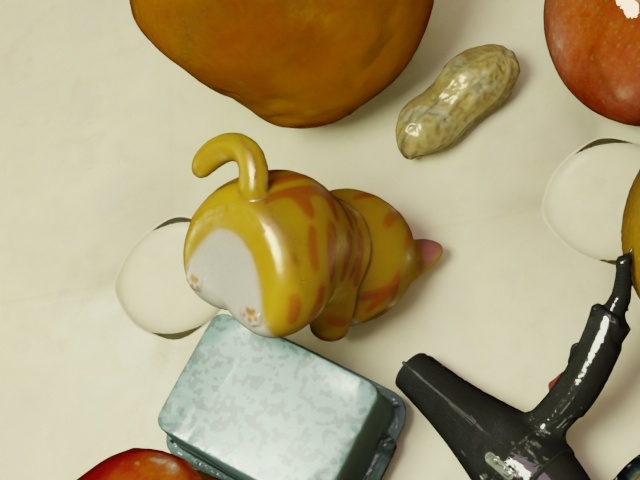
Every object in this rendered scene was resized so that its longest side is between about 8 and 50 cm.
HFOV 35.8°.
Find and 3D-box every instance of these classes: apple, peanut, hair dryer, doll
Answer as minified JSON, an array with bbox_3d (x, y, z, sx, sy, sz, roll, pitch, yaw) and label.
[{"bbox_3d":[0.363,-0.257,1.035,0.272,0.206,0.251,-43,66,-8],"label":"apple"},{"bbox_3d":[0.151,-0.159,1.115,0.174,0.080,0.080,-42,63,-7],"label":"peanut"},{"bbox_3d":[0.212,0.116,0.938,0.235,0.091,0.272,41,103,35],"label":"hair dryer"},{"bbox_3d":[-0.013,0.014,0.988,0.166,0.269,0.162,33,99,32],"label":"doll"}]

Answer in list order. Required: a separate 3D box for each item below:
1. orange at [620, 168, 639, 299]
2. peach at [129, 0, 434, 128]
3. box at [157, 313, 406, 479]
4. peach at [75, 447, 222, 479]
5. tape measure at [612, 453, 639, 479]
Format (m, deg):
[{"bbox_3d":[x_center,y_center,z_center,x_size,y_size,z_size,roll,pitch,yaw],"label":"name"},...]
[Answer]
[{"bbox_3d":[0.386,-0.004,0.907,0.236,0.236,0.236,-6,65,12],"label":"orange"},{"bbox_3d":[-0.034,-0.298,1.083,0.343,0.342,0.302,41,103,26],"label":"peach"},{"bbox_3d":[-0.042,0.177,0.986,0.227,0.130,0.162,24,74,19],"label":"box"},{"bbox_3d":[-0.156,0.318,0.915,0.243,0.199,0.244,0,76,2],"label":"peach"},{"bbox_3d":[0.335,0.275,0.841,0.202,0.135,0.223,-11,61,12],"label":"tape measure"}]
